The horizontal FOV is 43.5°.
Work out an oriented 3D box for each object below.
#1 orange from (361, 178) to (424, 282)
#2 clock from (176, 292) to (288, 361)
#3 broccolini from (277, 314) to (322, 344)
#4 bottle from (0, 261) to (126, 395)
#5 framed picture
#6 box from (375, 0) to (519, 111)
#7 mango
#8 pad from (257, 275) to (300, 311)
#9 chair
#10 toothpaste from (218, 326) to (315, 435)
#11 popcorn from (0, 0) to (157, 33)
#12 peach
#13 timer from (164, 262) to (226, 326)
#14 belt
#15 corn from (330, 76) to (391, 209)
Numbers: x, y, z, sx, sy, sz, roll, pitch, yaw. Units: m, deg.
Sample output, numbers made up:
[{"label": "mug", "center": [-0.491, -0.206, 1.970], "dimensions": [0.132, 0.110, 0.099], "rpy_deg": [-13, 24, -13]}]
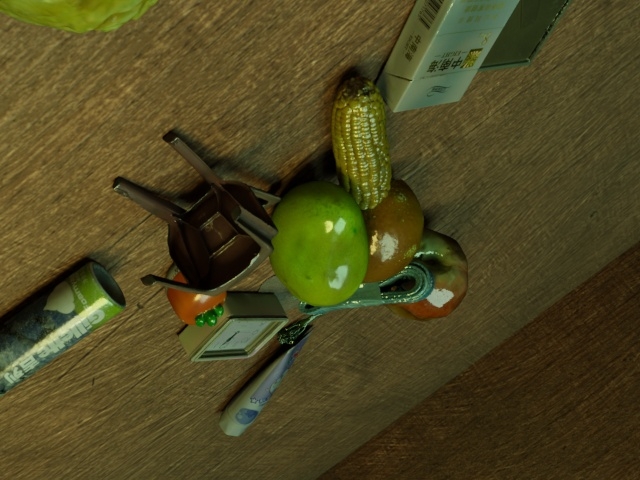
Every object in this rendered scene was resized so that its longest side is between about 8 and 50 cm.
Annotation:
[{"label": "orange", "center": [0.110, -0.007, 1.559], "dimensions": [0.179, 0.158, 0.237], "rpy_deg": [-14, 149, -33]}, {"label": "clock", "center": [-0.177, 0.178, 1.640], "dimensions": [0.147, 0.071, 0.192], "rpy_deg": [-45, 152, 24]}, {"label": "broccolini", "center": [-0.012, 0.172, 1.891], "dimensions": [0.218, 0.042, 0.044], "rpy_deg": [-39, 154, -4]}, {"label": "bottle", "center": [-0.462, 0.162, 1.246], "dimensions": [0.330, 0.093, 0.093], "rpy_deg": [-35, 155, 2]}, {"label": "framed picture", "center": [0.355, -0.387, 1.352], "dimensions": [0.184, 0.016, 0.250], "rpy_deg": [-16, 149, -34]}, {"label": "box", "center": [0.197, -0.313, 1.230], "dimensions": [0.155, 0.067, 0.243], "rpy_deg": [-15, 148, -33]}, {"label": "mango", "center": [-0.007, -0.001, 1.411], "dimensions": [0.149, 0.185, 0.273], "rpy_deg": [-44, 146, -33]}, {"label": "pad", "center": [-0.036, 0.101, 1.759], "dimensions": [0.266, 0.002, 0.176], "rpy_deg": [-16, 150, -34]}, {"label": "chair", "center": [-0.150, -0.009, 1.218], "dimensions": [0.175, 0.183, 0.326], "rpy_deg": [-38, 154, 9]}, {"label": "toothpaste", "center": [-0.139, 0.354, 2.007], "dimensions": [0.371, 0.080, 0.125], "rpy_deg": [-54, 170, 28]}, {"label": "popcorn", "center": [-0.215, -0.276, 0.673], "dimensions": [0.204, 0.183, 0.221], "rpy_deg": [-31, 157, 7]}, {"label": "peach", "center": [0.221, 0.077, 1.810], "dimensions": [0.214, 0.214, 0.235], "rpy_deg": [-25, 172, -20]}, {"label": "timer", "center": [-0.210, 0.096, 1.403], "dimensions": [0.099, 0.136, 0.136], "rpy_deg": [-28, 155, -25]}, {"label": "belt", "center": [0.088, 0.101, 1.684], "dimensions": [0.302, 0.087, 0.072], "rpy_deg": [-9, 174, 17]}, {"label": "corn", "center": [0.065, -0.152, 1.319], "dimensions": [0.102, 0.102, 0.313], "rpy_deg": [-31, 153, -7]}]
